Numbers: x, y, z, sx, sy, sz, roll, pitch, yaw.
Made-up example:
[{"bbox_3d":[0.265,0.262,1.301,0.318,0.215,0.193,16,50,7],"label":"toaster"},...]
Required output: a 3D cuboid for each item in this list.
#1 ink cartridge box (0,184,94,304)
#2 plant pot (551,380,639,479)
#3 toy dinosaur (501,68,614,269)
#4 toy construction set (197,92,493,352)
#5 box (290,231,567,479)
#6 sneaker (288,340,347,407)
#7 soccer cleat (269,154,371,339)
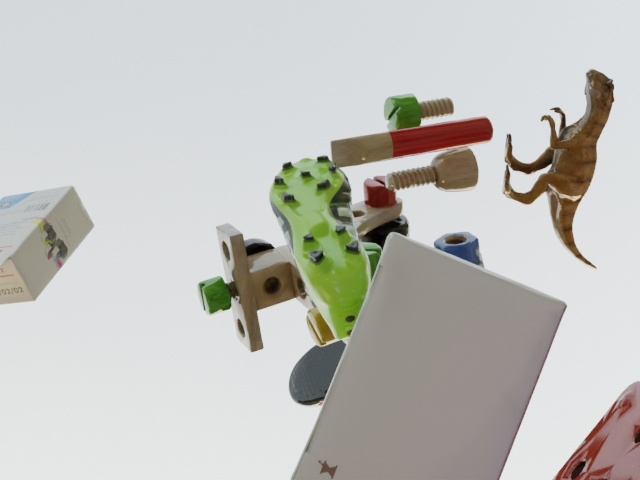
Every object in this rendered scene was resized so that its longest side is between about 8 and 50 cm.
[{"bbox_3d":[-0.340,0.017,1.089,0.181,0.104,0.062,-64,-40,-52],"label":"ink cartridge box"},{"bbox_3d":[0.298,0.259,0.754,0.235,0.267,0.267,38,-88,-2],"label":"plant pot"},{"bbox_3d":[0.227,-0.053,0.936,0.112,0.064,0.212,7,-59,5],"label":"toy dinosaur"},{"bbox_3d":[0.014,0.016,0.908,0.237,0.257,0.309,-10,-43,-15],"label":"toy construction set"},{"bbox_3d":[0.056,0.076,0.540,0.091,0.170,0.130,22,-91,5],"label":"box"},{"bbox_3d":[0.102,0.156,1.250,0.145,0.270,0.090,37,-151,-43],"label":"sneaker"},{"bbox_3d":[0.000,0.000,0.700,0.060,0.179,0.072,-10,-58,-3],"label":"soccer cleat"}]
